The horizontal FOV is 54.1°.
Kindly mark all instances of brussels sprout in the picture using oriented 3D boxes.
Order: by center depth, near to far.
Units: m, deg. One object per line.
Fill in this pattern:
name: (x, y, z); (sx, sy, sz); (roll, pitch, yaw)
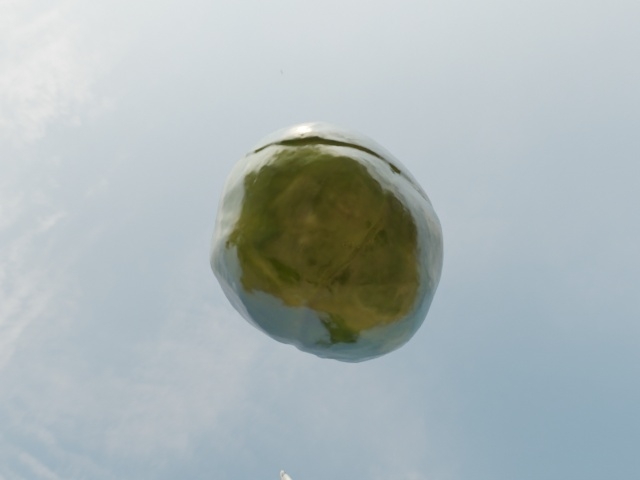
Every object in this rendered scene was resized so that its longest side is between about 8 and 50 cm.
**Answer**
brussels sprout: (-0.001, -0.006, 0.834); (0.289, 0.354, 0.282); (26, -91, -19)

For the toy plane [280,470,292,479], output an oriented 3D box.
toy plane: (-0.009, 0.353, 0.731); (0.159, 0.234, 0.083); (-1, -86, -22)
